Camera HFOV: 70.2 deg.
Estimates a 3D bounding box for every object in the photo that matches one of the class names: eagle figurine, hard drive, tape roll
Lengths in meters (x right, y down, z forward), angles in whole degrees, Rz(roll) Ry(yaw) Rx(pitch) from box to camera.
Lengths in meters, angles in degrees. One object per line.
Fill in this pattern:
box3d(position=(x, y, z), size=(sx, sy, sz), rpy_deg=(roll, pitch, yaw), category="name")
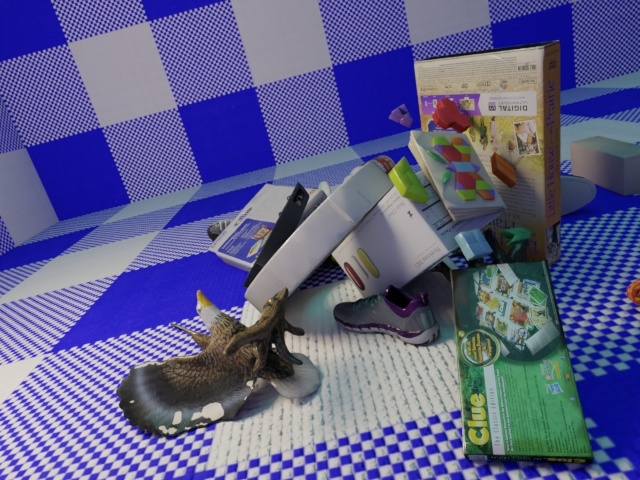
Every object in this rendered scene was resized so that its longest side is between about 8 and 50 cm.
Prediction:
box3d(position=(-0.167, 0.191, 0.774), size=(0.298, 0.225, 0.226), rpy_deg=(-38, -38, 29), category="eagle figurine")
box3d(position=(-0.106, -0.006, 1.128), size=(0.255, 0.054, 0.172), rpy_deg=(-66, 7, -33), category="hard drive")
box3d(position=(0.000, 0.000, 0.949), size=(0.392, 0.072, 0.392), rpy_deg=(-46, -3, -4), category="tape roll")

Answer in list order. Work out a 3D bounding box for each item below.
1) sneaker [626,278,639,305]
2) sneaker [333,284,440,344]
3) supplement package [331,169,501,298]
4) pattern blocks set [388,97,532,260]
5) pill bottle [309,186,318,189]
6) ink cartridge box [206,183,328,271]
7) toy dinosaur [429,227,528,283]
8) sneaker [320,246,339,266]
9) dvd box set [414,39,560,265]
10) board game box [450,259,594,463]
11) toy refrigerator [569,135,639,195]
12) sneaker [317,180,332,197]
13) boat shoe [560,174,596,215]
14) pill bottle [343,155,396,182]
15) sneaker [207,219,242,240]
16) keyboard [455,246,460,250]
box3d(position=(0.563, 0.074, 0.704), size=(0.174, 0.064, 0.067), rpy_deg=(-8, 0, 5), category="sneaker")
box3d(position=(0.111, 0.117, 0.835), size=(0.223, 0.098, 0.083), rpy_deg=(3, 26, 41), category="sneaker")
box3d(position=(0.183, -0.014, 0.894), size=(0.204, 0.145, 0.262), rpy_deg=(-29, -13, -36), category="supplement package")
box3d(position=(0.242, -0.122, 0.804), size=(0.285, 0.325, 0.026), rpy_deg=(-20, -21, -34), category="pattern blocks set")
box3d(position=(-0.049, -0.119, 1.591), size=(0.186, 0.112, 0.112), rpy_deg=(-14, 19, 1), category="pill bottle")
box3d(position=(-0.163, -0.042, 1.373), size=(0.304, 0.072, 0.307), rpy_deg=(-51, 31, -18), category="ink cartridge box")
box3d(position=(0.302, 0.072, 0.804), size=(0.313, 0.160, 0.121), rpy_deg=(-19, -21, -49), category="toy dinosaur")
box3d(position=(0.003, 0.034, 1.193), size=(0.209, 0.069, 0.082), rpy_deg=(-14, 15, 2), category="sneaker")
box3d(position=(0.347, -0.175, 0.956), size=(0.062, 0.421, 0.307), rpy_deg=(-25, 25, -25), category="dvd box set")
box3d(position=(0.244, 0.143, 0.587), size=(0.136, 0.030, 0.260), rpy_deg=(-6, 50, 18), category="board game box")
box3d(position=(0.795, -0.211, 1.242), size=(0.094, 0.103, 0.270), rpy_deg=(-13, 19, 5), category="toy refrigerator")
box3d(position=(-0.027, -0.091, 1.438), size=(0.150, 0.094, 0.256), rpy_deg=(-15, 42, 7), category="sneaker")
box3d(position=(0.521, -0.113, 1.160), size=(0.304, 0.109, 0.091), rpy_deg=(-10, 24, 24), category="boat shoe")
box3d(position=(0.188, -0.238, 1.736), size=(0.121, 0.121, 0.216), rpy_deg=(5, 27, 44), category="pill bottle")
box3d(position=(-0.288, -0.046, 1.632), size=(0.228, 0.086, 0.132), rpy_deg=(-7, 13, -10), category="sneaker")
box3d(position=(0.304, 0.009, 1.131), size=(0.255, 0.014, 0.072), rpy_deg=(0, 29, 37), category="keyboard")
